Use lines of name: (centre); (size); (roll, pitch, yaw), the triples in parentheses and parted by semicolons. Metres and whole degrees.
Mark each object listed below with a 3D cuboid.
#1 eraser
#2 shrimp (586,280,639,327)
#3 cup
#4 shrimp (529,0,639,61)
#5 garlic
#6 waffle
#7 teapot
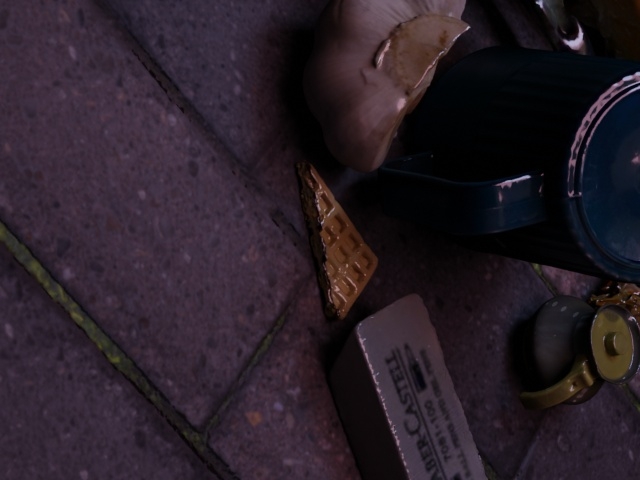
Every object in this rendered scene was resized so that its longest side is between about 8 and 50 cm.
eraser: (0.107, 0.236, 1.743); (0.111, 0.077, 0.353); (-27, 100, -42)
shrimp: (0.409, 0.061, 2.053); (0.267, 0.061, 0.145); (-8, 88, -47)
cup: (0.247, -0.093, 1.747); (0.307, 0.292, 0.242); (19, 90, -29)
shrimp: (0.335, -0.215, 1.890); (0.085, 0.272, 0.445); (-40, 128, -13)
garlic: (0.053, -0.187, 1.727); (0.142, 0.178, 0.229); (25, 68, -7)
waffle: (0.000, 0.000, 1.727); (0.153, 0.023, 0.097); (56, 50, -21)
teapot: (0.297, 0.137, 1.904); (0.166, 0.119, 0.130); (-47, 112, -36)
